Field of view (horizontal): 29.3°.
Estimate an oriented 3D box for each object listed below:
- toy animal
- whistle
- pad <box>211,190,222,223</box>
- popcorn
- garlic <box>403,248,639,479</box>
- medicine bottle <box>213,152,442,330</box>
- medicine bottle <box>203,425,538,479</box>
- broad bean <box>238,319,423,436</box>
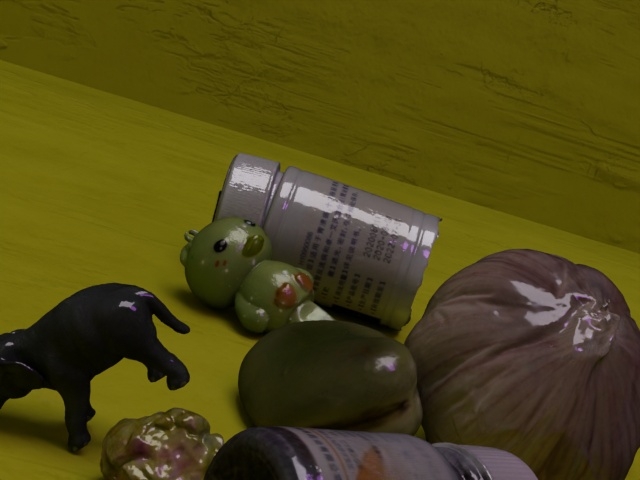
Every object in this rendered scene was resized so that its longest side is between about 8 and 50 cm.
[{"bbox_3d":[-0.253,0.129,1.176,0.269,0.137,0.082,-23,20,1],"label":"toy animal"},{"bbox_3d":[-0.071,0.058,1.680,0.294,0.141,0.141,25,15,25],"label":"whistle"},{"bbox_3d":[-0.101,-0.032,2.283,0.202,0.005,0.300,17,13,-6],"label":"pad"},{"bbox_3d":[-0.145,0.204,1.112,0.109,0.089,0.097,8,50,-7],"label":"popcorn"},{"bbox_3d":[0.242,0.144,1.408,0.317,0.317,0.259,13,-29,-23],"label":"garlic"},{"bbox_3d":[0.000,0.000,1.886,0.332,0.190,0.190,19,13,0],"label":"medicine bottle"},{"bbox_3d":[0.047,0.242,1.027,0.273,0.165,0.165,8,17,-34],"label":"medicine bottle"},{"bbox_3d":[0.008,0.163,1.374,0.189,0.121,0.263,-27,18,-20],"label":"broad bean"}]
